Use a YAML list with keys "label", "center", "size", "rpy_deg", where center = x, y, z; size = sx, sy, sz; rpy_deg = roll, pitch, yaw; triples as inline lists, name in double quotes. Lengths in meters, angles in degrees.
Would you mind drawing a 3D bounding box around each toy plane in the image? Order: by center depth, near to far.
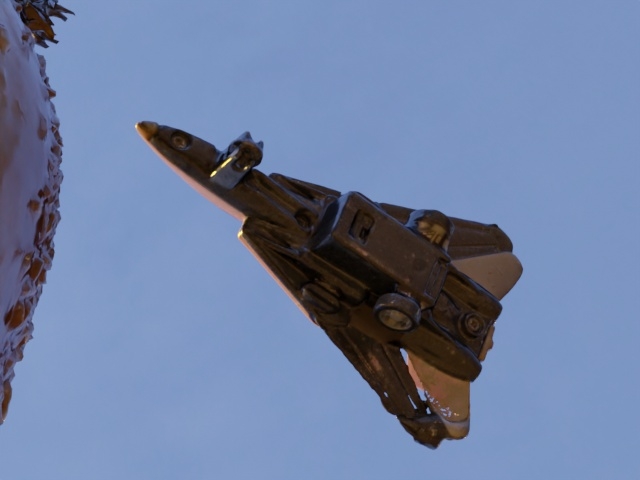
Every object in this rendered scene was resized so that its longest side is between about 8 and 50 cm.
- label: "toy plane"
  center: [0.007, -0.004, 1.055]
  size: [0.316, 0.204, 0.103]
  rpy_deg: [38, -36, -20]

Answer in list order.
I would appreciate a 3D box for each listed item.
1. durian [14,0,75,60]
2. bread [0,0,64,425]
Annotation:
- label: "durian"
  center: [-0.339, -0.223, 0.915]
  size: [0.347, 0.384, 0.348]
  rpy_deg: [-18, -39, -16]
- label: "bread"
  center: [-0.190, -0.027, 0.518]
  size: [0.171, 0.314, 0.192]
  rpy_deg: [31, -113, -31]
